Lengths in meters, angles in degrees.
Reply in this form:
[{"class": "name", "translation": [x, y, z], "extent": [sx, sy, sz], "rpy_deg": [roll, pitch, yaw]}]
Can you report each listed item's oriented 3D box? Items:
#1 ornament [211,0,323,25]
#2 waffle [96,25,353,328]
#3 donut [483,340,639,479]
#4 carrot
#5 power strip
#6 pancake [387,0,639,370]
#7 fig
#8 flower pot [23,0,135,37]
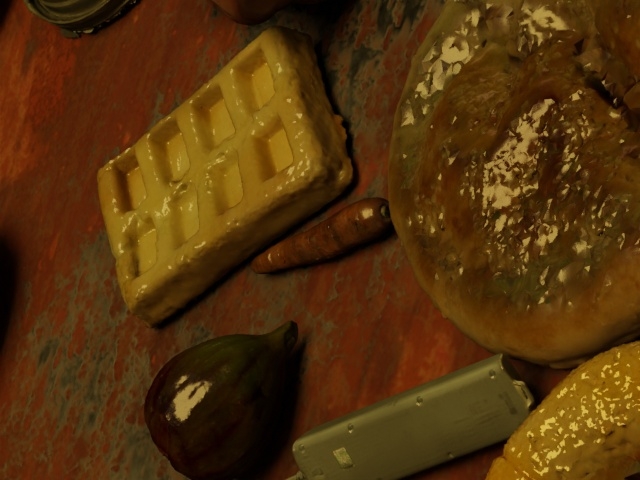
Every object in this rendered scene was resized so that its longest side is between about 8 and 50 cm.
[{"class": "ornament", "translation": [-0.091, -0.309, 1.747], "extent": [0.217, 0.221, 0.235], "rpy_deg": [11, 73, 52]}, {"class": "waffle", "translation": [-0.093, -0.054, 1.749], "extent": [0.274, 0.057, 0.168], "rpy_deg": [-36, 51, 30]}, {"class": "donut", "translation": [0.215, 0.201, 1.285], "extent": [0.303, 0.110, 0.303], "rpy_deg": [-22, 58, 39]}, {"class": "carrot", "translation": [0.000, 0.001, 1.649], "extent": [0.165, 0.036, 0.035], "rpy_deg": [-26, 56, 40]}, {"class": "power strip", "translation": [0.065, 0.149, 1.498], "extent": [0.253, 0.027, 0.060], "rpy_deg": [-25, 98, 37]}, {"class": "pancake", "translation": [0.183, -0.097, 1.464], "extent": [0.387, 0.082, 0.387], "rpy_deg": [-24, 56, 42]}, {"class": "fig", "translation": [-0.072, 0.127, 1.630], "extent": [0.155, 0.109, 0.103], "rpy_deg": [-38, 26, -8]}, {"class": "flower pot", "translation": [-0.261, -0.337, 1.986], "extent": [0.235, 0.140, 0.235], "rpy_deg": [-23, 57, 40]}]
